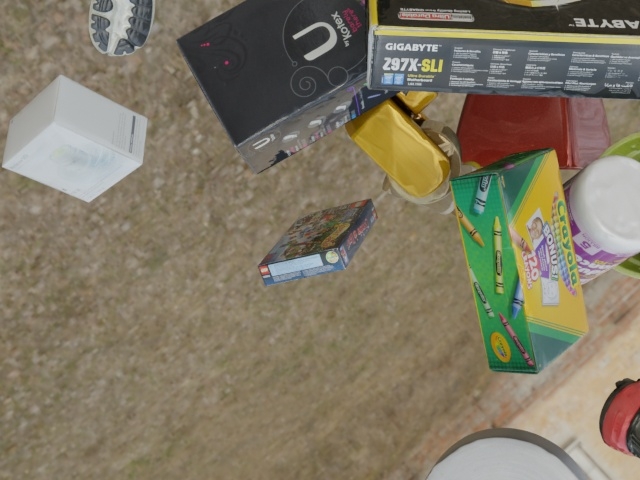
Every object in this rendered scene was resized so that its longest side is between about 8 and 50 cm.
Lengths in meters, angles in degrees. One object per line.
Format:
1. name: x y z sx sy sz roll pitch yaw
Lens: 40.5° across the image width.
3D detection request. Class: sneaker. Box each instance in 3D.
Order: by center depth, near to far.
1. sneaker: 0.430 0.189 0.887 0.276 0.135 0.098 -5 114 -21
2. sneaker: -0.265 -0.391 1.183 0.107 0.110 0.275 14 106 -26

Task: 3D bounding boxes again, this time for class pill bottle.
1. pill bottle: 0.457 -0.015 1.527 0.169 0.169 0.301 -34 171 -23

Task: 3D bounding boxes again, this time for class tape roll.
1. tape roll: 0.227 0.344 1.057 0.219 0.219 0.072 -45 168 10

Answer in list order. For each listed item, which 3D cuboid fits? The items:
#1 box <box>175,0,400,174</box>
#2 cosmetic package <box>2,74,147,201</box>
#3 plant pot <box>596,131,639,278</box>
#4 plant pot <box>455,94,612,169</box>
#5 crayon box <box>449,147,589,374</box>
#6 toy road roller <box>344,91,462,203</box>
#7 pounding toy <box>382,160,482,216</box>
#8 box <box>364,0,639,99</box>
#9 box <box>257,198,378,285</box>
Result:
1. box: -0.017 -0.231 1.104 0.270 0.165 0.143 -30 169 1
2. cosmetic package: -0.544 -0.219 1.926 0.224 0.138 0.224 26 141 -37
3. plant pot: 0.683 -0.060 1.666 0.254 0.276 0.276 3 134 -48
4. plant pot: 0.450 -0.267 1.822 0.267 0.267 0.236 -5 98 -54
5. crayon box: 0.281 0.026 1.210 0.081 0.278 0.165 -5 -167 43
6. toy road roller: 0.137 -0.245 1.347 0.240 0.329 0.202 -42 -175 17
7. pounding toy: 0.235 -0.134 1.659 0.155 0.269 0.154 12 99 -40
8. box: 0.206 -0.254 0.918 0.322 0.257 0.079 3 132 0
9. box: 0.000 0.000 1.600 0.159 0.044 0.233 -14 -161 24
